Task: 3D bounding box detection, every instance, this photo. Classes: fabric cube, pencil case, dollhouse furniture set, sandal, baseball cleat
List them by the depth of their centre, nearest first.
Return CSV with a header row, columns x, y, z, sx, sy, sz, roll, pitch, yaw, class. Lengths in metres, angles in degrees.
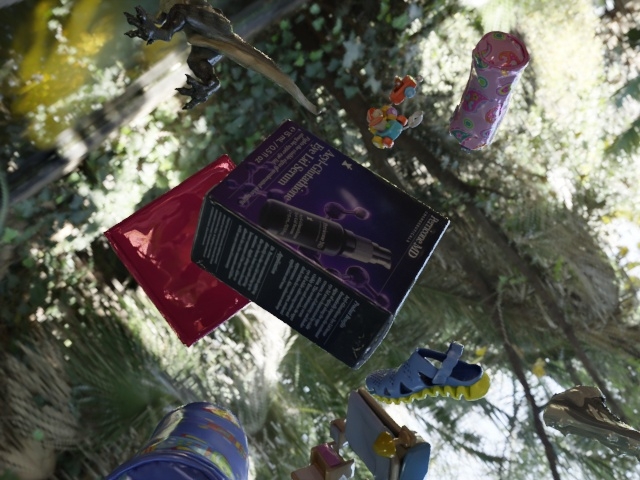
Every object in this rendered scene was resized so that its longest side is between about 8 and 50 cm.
x,y,z,sx,sy,sz,roll,pitch,yaw,class
-0.136,0.239,0.628,0.133,0.119,0.306,-44,178,-9,pencil case
0.496,0.309,1.120,0.206,0.072,0.109,12,-130,41,baseball cleat
0.027,0.408,1.179,0.198,0.303,0.286,-11,-150,-27,dollhouse furniture set
-0.226,0.029,1.237,0.258,0.254,0.259,-36,-179,-16,fabric cube
0.371,-0.327,1.444,0.124,0.124,0.284,-41,160,-23,pencil case
0.259,0.326,1.614,0.317,0.138,0.126,-13,-161,23,sandal

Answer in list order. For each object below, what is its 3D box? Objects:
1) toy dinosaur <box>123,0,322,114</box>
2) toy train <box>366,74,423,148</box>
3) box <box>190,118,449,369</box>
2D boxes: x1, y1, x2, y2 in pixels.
x,y,z,sx,sy,sz,roll,pitch,yaw,class
-0.123,-0.201,0.652,0.118,0.268,0.064,-49,179,-44,toy dinosaur
0.125,-0.231,1.115,0.125,0.046,0.166,-42,-155,27,toy train
0.000,0.000,0.647,0.153,0.207,0.108,-53,172,-42,box
